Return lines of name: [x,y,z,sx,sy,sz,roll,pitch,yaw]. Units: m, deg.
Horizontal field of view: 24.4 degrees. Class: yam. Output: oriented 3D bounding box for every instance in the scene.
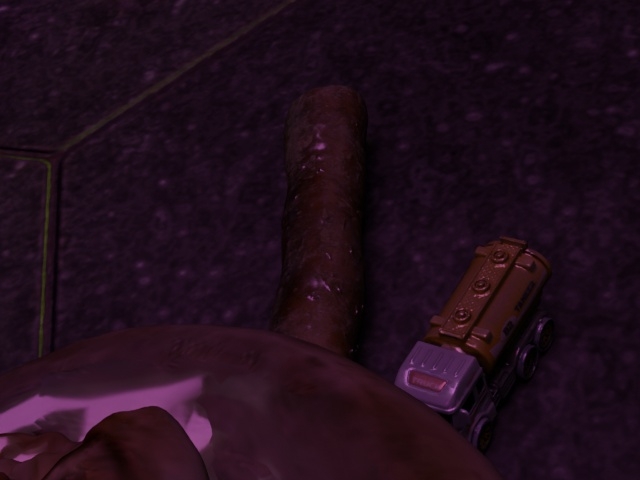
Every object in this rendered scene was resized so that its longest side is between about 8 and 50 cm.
yam: [0.000,0.000,0.921,0.061,0.061,0.253,-8,44,13]

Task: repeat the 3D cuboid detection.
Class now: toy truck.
toy truck: [0.086,0.058,0.824,0.052,0.063,0.123,15,52,32]

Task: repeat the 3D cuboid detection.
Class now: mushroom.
mushroom: [-0.082,0.173,0.594,0.362,0.294,0.362,-12,41,10]
